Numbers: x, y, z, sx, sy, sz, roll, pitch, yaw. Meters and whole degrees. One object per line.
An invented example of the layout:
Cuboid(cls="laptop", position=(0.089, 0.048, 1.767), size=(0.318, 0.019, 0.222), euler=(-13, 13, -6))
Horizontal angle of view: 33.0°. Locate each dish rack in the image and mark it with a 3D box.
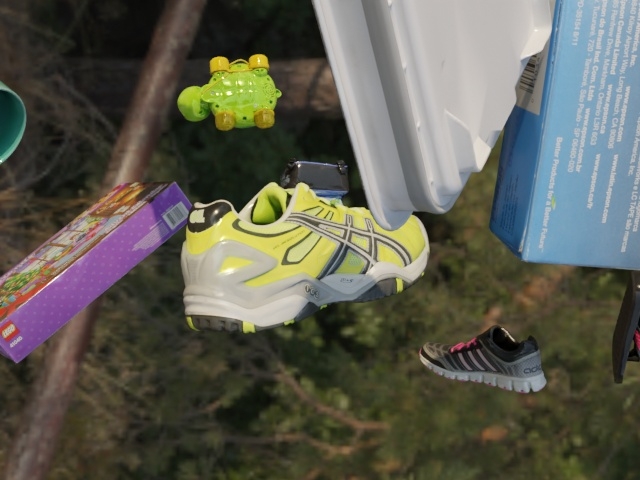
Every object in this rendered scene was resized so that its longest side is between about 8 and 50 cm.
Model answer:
Cuboid(cls="dish rack", position=(0.086, -0.200, 0.732), size=(0.285, 0.072, 0.332), euler=(-59, 143, -42))

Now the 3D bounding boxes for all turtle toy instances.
Cuboid(cls="turtle toy", position=(-0.114, -0.178, 1.354), size=(0.066, 0.130, 0.095), euler=(118, -33, -77))

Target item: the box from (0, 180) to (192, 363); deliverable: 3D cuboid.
Cuboid(cls="box", position=(-0.318, 0.031, 1.392), size=(0.293, 0.201, 0.057), euler=(-42, 111, -22))

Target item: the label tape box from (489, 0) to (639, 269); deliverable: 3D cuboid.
Cuboid(cls="label tape box", position=(0.333, -0.097, 0.935), size=(0.106, 0.334, 0.240), euler=(-118, -147, -73))

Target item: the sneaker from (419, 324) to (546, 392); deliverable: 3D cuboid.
Cuboid(cls="sneaker", position=(0.205, 0.139, 1.366), size=(0.063, 0.170, 0.074), euler=(-15, 109, -53))

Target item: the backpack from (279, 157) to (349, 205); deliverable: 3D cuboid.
Cuboid(cls="backpack", position=(-0.015, -0.079, 1.720), size=(0.114, 0.105, 0.084), euler=(150, -60, -74))

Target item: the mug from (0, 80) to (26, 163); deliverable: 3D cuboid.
Cuboid(cls="mug", position=(-0.468, -0.170, 1.395), size=(0.129, 0.097, 0.157), euler=(-47, 152, -15))

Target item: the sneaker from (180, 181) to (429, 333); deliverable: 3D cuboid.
Cuboid(cls="sneaker", position=(0.000, 0.000, 1.263), size=(0.385, 0.145, 0.147), euler=(-16, 103, -50))

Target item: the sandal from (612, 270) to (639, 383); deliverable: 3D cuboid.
Cuboid(cls="sandal", position=(0.392, 0.115, 1.344), size=(0.067, 0.040, 0.179), euler=(-82, 174, -49))
